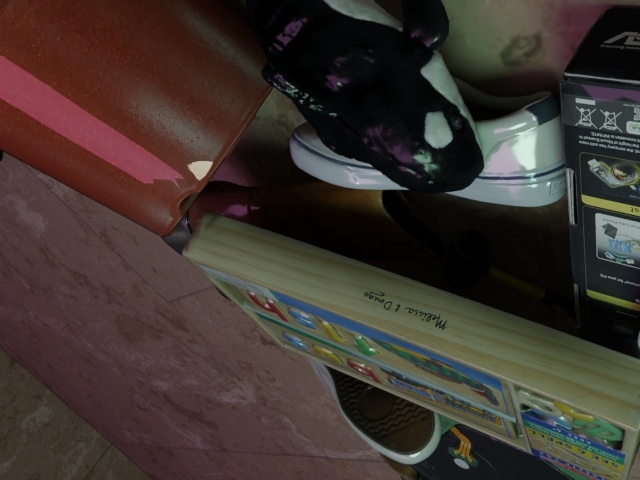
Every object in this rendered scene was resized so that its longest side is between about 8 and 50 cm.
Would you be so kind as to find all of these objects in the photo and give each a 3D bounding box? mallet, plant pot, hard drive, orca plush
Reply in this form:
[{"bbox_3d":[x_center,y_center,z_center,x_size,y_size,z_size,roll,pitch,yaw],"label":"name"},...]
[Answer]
[{"bbox_3d":[0.208,0.055,0.744,0.190,0.039,0.062,29,149,6],"label":"mallet"},{"bbox_3d":[-0.190,-0.155,0.672,0.265,0.272,0.272,35,150,-10],"label":"plant pot"},{"bbox_3d":[0.210,0.248,0.966,0.237,0.064,0.339,33,150,8],"label":"hard drive"},{"bbox_3d":[0.001,-0.146,0.549,0.151,0.102,0.287,-28,89,42],"label":"orca plush"}]

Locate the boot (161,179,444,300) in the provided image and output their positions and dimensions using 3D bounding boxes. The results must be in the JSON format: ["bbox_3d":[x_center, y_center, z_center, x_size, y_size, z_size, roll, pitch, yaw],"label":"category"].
[{"bbox_3d":[0.000,0.000,0.845,0.280,0.096,0.264,-3,147,26],"label":"boot"}]

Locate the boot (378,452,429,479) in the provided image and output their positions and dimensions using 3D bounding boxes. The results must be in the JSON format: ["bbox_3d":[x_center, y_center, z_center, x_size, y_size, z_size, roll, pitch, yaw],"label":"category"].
[{"bbox_3d":[0.140,0.373,1.232,0.118,0.042,0.087,35,158,19],"label":"boot"}]

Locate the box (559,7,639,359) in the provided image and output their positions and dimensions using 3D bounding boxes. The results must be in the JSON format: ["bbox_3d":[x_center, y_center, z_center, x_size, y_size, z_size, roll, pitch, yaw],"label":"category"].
[{"bbox_3d":[0.363,0.024,0.479,0.395,0.097,0.318,14,140,34],"label":"box"}]

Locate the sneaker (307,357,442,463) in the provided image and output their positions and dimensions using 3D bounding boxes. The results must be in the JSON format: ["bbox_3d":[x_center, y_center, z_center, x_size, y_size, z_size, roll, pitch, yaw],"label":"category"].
[{"bbox_3d":[0.065,0.175,0.942,0.290,0.106,0.123,45,173,48],"label":"sneaker"}]

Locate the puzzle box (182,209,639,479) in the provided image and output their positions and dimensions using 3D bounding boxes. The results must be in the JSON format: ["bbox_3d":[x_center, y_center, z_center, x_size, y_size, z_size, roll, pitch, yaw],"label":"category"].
[{"bbox_3d":[0.092,0.108,0.718,0.409,0.052,0.272,19,162,27],"label":"puzzle box"}]

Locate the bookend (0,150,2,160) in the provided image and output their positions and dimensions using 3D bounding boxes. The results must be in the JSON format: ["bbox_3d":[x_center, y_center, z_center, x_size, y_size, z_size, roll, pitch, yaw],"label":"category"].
[{"bbox_3d":[-0.574,-0.135,1.174,0.072,0.156,0.157,40,148,-3],"label":"bookend"}]

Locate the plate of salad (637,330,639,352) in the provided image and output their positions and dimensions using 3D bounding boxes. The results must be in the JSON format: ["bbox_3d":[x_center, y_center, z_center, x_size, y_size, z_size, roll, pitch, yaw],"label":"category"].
[{"bbox_3d":[0.307,0.089,0.483,0.200,0.048,0.200,27,159,12],"label":"plate of salad"}]

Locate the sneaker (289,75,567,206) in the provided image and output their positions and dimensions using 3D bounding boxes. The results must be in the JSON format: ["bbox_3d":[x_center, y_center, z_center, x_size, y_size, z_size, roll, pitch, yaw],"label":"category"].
[{"bbox_3d":[0.083,-0.095,0.634,0.258,0.094,0.091,9,121,33],"label":"sneaker"}]
